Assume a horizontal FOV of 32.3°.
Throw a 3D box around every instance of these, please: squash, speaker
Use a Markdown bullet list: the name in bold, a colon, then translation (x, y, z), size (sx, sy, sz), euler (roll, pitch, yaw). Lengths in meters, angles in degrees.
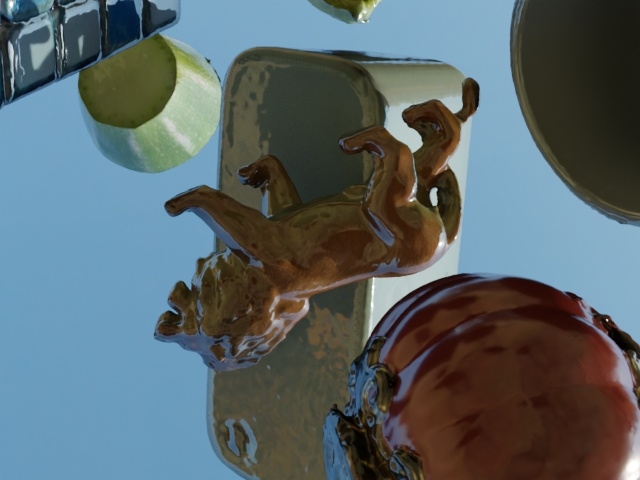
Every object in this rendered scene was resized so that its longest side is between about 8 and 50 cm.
- **squash**: translation (-0.205, -0.168, 1.264), size (0.170, 0.123, 0.170), euler (-2, -100, 9)
- **speaker**: translation (0.021, 0.024, 1.028), size (0.183, 0.406, 0.184), euler (16, -161, 36)

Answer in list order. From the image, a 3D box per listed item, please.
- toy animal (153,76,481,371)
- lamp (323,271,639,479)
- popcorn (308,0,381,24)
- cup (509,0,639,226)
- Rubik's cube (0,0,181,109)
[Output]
- **toy animal**: translation (0.000, 0.000, 0.870), size (0.312, 0.097, 0.158), euler (-19, -79, 9)
- **lamp**: translation (0.111, 0.129, 0.655), size (0.226, 0.227, 0.227), euler (-1, -122, 1)
- **popcorn**: translation (0.037, -0.447, 1.531), size (0.290, 0.321, 0.326), euler (3, -101, 38)
- **cup**: translation (0.332, -0.133, 0.805), size (0.257, 0.227, 0.301), euler (-23, -130, -25)
- **Rubik's cube**: translation (-0.297, -0.279, 0.814), size (0.293, 0.292, 0.287), euler (14, -150, 23)
